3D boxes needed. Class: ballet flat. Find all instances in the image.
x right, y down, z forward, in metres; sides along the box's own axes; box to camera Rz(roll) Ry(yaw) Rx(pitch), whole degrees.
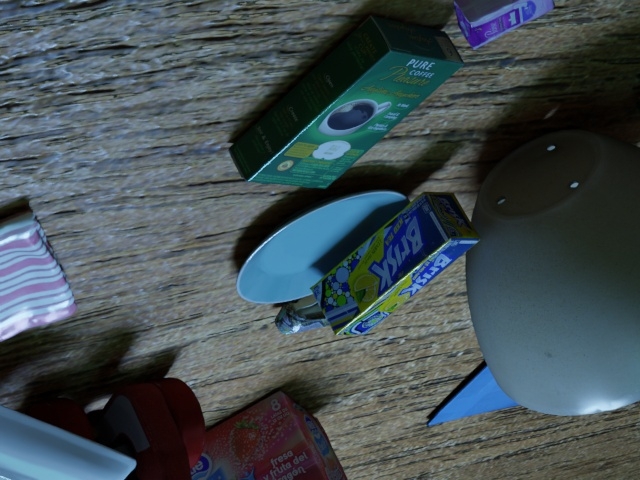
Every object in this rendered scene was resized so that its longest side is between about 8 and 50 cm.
[{"bbox_3d":[0.006,0.069,2.034,0.114,0.041,0.041,-12,152,-35],"label":"ballet flat"}]

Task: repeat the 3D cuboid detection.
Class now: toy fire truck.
[{"bbox_3d":[-0.204,0.294,1.994,0.169,0.254,0.302,-8,150,-39],"label":"toy fire truck"}]

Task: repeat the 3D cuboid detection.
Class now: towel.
[{"bbox_3d":[-0.288,0.047,1.678,0.144,0.029,0.197,-26,157,-7],"label":"towel"}]

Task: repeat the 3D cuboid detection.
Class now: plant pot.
[{"bbox_3d":[0.254,0.004,1.937,0.284,0.284,0.191,-30,120,6],"label":"plant pot"}]

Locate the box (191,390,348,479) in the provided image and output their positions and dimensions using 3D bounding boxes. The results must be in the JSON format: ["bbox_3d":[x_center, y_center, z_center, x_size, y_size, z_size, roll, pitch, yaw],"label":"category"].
[{"bbox_3d":[-0.121,0.317,2.275,0.300,0.142,0.154,-30,157,6],"label":"box"}]

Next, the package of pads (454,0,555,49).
[{"bbox_3d":[0.155,-0.197,1.648,0.083,0.032,0.050,-27,154,-3],"label":"package of pads"}]

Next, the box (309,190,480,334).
[{"bbox_3d":[0.072,0.023,1.919,0.169,0.059,0.054,-42,156,30],"label":"box"}]

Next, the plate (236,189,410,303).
[{"bbox_3d":[0.000,0.000,1.900,0.188,0.024,0.188,-23,157,-10],"label":"plate"}]

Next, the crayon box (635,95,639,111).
[{"bbox_3d":[0.440,-0.198,1.894,0.165,0.081,0.278,-15,154,-29],"label":"crayon box"}]

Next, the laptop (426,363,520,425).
[{"bbox_3d":[0.422,0.186,2.497,0.382,0.408,0.236,-8,116,-39],"label":"laptop"}]

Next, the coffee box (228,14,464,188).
[{"bbox_3d":[0.022,-0.114,1.666,0.184,0.040,0.113,-42,154,30],"label":"coffee box"}]

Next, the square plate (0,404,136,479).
[{"bbox_3d":[-0.403,0.254,1.818,0.344,0.049,0.347,-38,136,27],"label":"square plate"}]
